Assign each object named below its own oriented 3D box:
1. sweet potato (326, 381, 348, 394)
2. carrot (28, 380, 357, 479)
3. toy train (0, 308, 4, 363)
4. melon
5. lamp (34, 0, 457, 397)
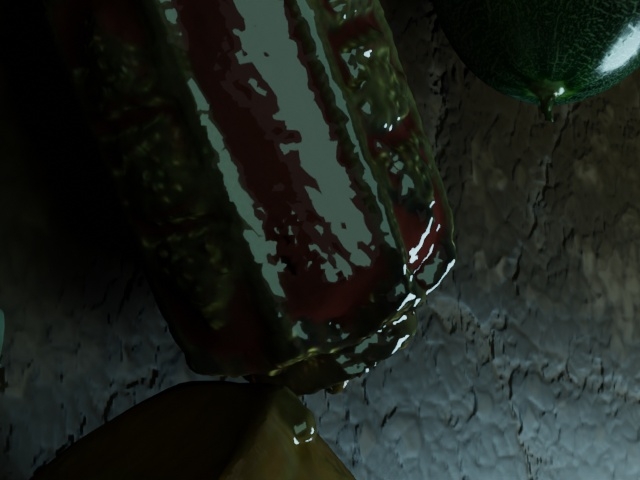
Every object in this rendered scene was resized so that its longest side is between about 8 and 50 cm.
[{"bbox_3d":[-0.004,0.001,0.869,0.044,0.044,0.179,-5,85,-47],"label":"sweet potato"},{"bbox_3d":[-0.008,0.234,0.703,0.340,0.224,0.224,55,49,-17],"label":"carrot"},{"bbox_3d":[-0.300,-0.018,0.530,0.407,0.086,0.088,31,63,-39],"label":"toy train"},{"bbox_3d":[0.157,-0.209,0.974,0.182,0.182,0.287,29,63,-40],"label":"melon"},{"bbox_3d":[-0.036,-0.060,0.751,0.177,0.177,0.274,-29,104,-45],"label":"lamp"}]
